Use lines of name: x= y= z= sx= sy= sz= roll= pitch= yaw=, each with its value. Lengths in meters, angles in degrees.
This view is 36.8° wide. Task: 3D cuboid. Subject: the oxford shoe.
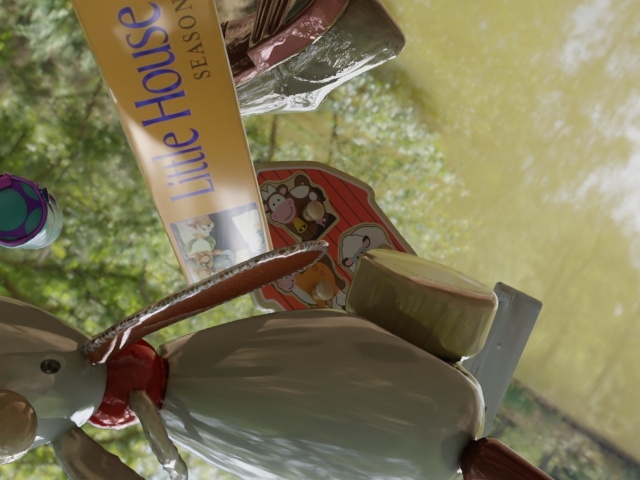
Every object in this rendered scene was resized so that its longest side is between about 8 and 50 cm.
oxford shoe: x=-0.064 y=-0.158 z=0.986 sx=0.130 sy=0.123 sz=0.348 roll=32 pitch=148 yaw=-31

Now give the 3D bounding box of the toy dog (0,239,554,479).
toy dog: x=-0.017 y=0.092 z=0.439 sx=0.334 sy=0.220 sz=0.161 roll=-16 pitch=-155 yaw=-36

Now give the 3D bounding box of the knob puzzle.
knob puzzle: x=0.000 y=0.000 z=0.933 sx=0.213 sy=0.213 sz=0.030 roll=35 pitch=149 yaw=-17

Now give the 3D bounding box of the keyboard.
keyboard: x=0.139 y=0.166 z=0.905 sx=0.072 sy=0.256 sz=0.014 roll=24 pitch=179 yaw=-44

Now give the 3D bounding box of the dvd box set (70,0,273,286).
dvd box set: x=-0.106 y=-0.200 z=0.485 sx=0.420 sy=0.062 sz=0.307 roll=82 pitch=173 yaw=-60

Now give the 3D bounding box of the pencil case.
pencil case: x=-0.284 y=-0.026 z=0.917 sx=0.065 sy=0.070 sz=0.152 roll=-8 pitch=179 yaw=-10
